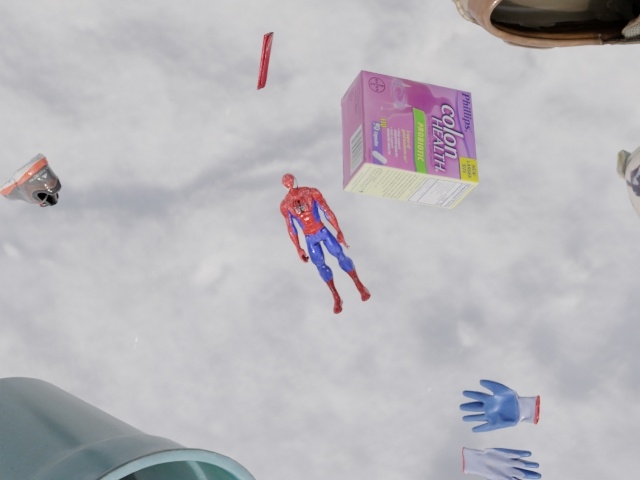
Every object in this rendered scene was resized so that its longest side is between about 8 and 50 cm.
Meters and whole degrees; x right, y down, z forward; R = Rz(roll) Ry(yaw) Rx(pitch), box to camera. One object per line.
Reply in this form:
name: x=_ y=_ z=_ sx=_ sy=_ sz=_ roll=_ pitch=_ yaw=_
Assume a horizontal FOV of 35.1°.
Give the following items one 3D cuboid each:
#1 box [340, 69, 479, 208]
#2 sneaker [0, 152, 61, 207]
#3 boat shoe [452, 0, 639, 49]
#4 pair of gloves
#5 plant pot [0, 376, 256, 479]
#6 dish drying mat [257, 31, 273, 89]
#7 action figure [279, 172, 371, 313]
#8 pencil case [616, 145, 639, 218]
box: x=0.173 y=-0.197 z=1.997 sx=0.243 sy=0.117 sz=0.213 roll=9 pitch=63 yaw=-19
sneaker: x=-0.383 y=-0.065 z=1.351 sx=0.061 sy=0.158 sz=0.065 roll=-45 pitch=102 yaw=-22
boat shoe: x=0.263 y=-0.208 z=0.826 sx=0.325 sy=0.123 sz=0.116 roll=-7 pitch=45 yaw=-3
pair of gloves: x=0.303 y=0.337 z=1.714 sx=0.023 sy=0.159 sz=0.198 roll=7 pitch=84 yaw=-46
plant pot: x=-0.287 y=0.325 z=1.123 sx=0.341 sy=0.341 sz=0.334 roll=-35 pitch=36 yaw=-30
dish drying mat: x=-0.082 y=-0.266 z=1.504 sx=0.008 sy=0.083 sz=0.032 roll=14 pitch=24 yaw=12
action figure: x=0.000 y=0.000 z=0.746 sx=0.038 sy=0.030 sz=0.115 roll=-24 pitch=110 yaw=12
pencil case: x=0.315 y=0.110 z=0.654 sx=0.160 sy=0.184 sz=0.410 roll=8 pitch=67 yaw=-52
